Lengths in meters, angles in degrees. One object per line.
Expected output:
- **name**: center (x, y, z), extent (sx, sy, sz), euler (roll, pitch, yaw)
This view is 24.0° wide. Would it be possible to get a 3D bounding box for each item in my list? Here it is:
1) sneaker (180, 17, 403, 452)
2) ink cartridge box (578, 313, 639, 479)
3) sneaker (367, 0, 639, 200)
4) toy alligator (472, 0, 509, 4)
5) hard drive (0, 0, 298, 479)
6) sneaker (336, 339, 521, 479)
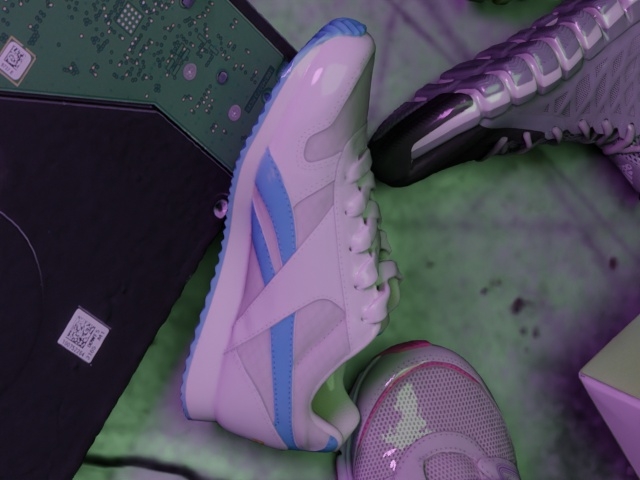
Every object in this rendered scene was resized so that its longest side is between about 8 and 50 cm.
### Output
- **sneaker**: center (0.000, 0.000, 0.761), extent (0.092, 0.087, 0.229), euler (18, 113, 10)
- **ink cartridge box**: center (0.307, 0.068, 0.836), extent (0.273, 0.115, 0.198), euler (-41, 117, -14)
- **sneaker**: center (0.146, -0.061, 0.856), extent (0.228, 0.086, 0.132), euler (-33, 104, -10)
- **toy alligator**: center (0.140, -0.171, 0.877), extent (0.189, 0.056, 0.051), euler (-14, 88, -17)
- **hard drive**: center (-0.167, -0.015, 0.716), extent (0.237, 0.064, 0.339), euler (41, 74, -41)
- **sneaker**: center (0.083, 0.175, 0.795), extent (0.103, 0.111, 0.252), euler (-14, 88, -17)
